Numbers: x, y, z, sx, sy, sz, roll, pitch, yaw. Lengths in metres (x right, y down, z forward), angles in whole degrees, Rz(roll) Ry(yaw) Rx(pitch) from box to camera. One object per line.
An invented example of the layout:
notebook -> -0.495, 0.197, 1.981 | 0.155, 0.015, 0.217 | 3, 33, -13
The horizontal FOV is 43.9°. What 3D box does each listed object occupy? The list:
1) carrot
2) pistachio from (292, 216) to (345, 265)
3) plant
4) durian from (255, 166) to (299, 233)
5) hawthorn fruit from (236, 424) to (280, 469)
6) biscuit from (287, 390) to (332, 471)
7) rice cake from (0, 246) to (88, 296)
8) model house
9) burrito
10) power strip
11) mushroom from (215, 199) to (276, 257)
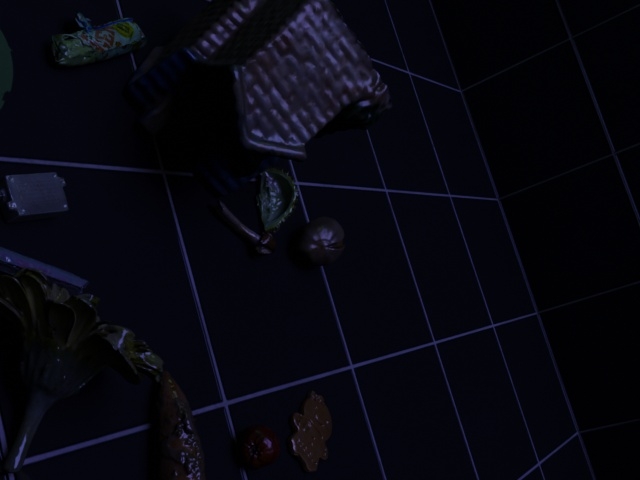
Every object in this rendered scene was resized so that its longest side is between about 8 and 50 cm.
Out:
carrot -> -0.257, 0.357, 1.404 | 0.101, 0.101, 0.263 | 21, 48, -50
pistachio -> 0.000, 0.000, 1.999 | 0.125, 0.124, 0.185 | 64, 15, -5
plant -> -0.396, 0.183, 1.248 | 0.305, 0.297, 0.261 | 18, 13, 0
durian -> -0.108, -0.114, 1.938 | 0.100, 0.086, 0.216 | 13, 61, -37
hawthorn fruit -> -0.124, 0.409, 1.580 | 0.093, 0.093, 0.093 | 35, 44, -42
biscuit -> -0.017, 0.429, 1.774 | 0.134, 0.027, 0.184 | 60, 32, -8
rice cake -> -0.472, 0.052, 1.310 | 0.207, 0.033, 0.033 | 30, 38, -47
model house -> -0.149, -0.285, 1.693 | 0.400, 0.445, 0.395 | -44, 120, -16
burrito -> -0.455, -0.417, 1.614 | 0.104, 0.054, 0.288 | 61, 32, -10
power strip -> -0.503, -0.072, 1.332 | 0.175, 0.042, 0.075 | -11, 80, -57
mushroom -> -0.174, -0.024, 1.797 | 0.187, 0.060, 0.061 | 39, 48, -30
